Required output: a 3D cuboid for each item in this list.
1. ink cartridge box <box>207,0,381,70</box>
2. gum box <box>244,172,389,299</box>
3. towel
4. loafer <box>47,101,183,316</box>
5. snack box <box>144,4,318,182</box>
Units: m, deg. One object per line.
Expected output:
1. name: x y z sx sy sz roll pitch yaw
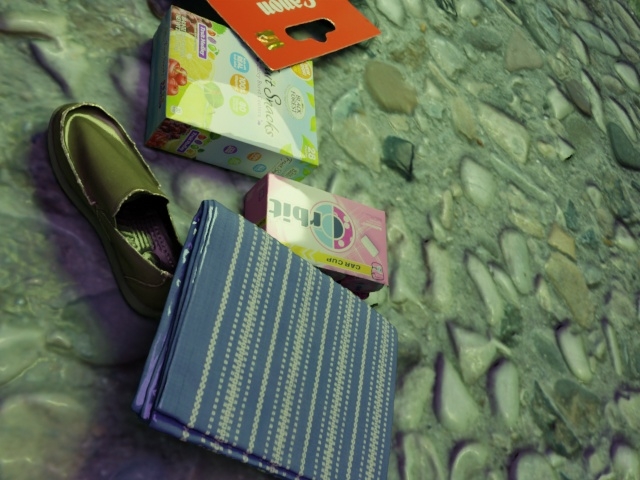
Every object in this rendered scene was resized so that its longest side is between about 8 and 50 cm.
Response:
1. ink cartridge box: -0.086 -0.433 0.968 0.385 0.091 0.308 49 41 4
2. gum box: 0.000 0.000 0.863 0.188 0.062 0.107 16 58 -29
3. towel: -0.032 0.133 0.739 0.336 0.040 0.243 37 49 -36
4. loafer: -0.198 -0.045 0.725 0.094 0.087 0.251 -27 84 -42
5. snack box: -0.107 -0.177 0.874 0.207 0.070 0.174 14 58 -32
